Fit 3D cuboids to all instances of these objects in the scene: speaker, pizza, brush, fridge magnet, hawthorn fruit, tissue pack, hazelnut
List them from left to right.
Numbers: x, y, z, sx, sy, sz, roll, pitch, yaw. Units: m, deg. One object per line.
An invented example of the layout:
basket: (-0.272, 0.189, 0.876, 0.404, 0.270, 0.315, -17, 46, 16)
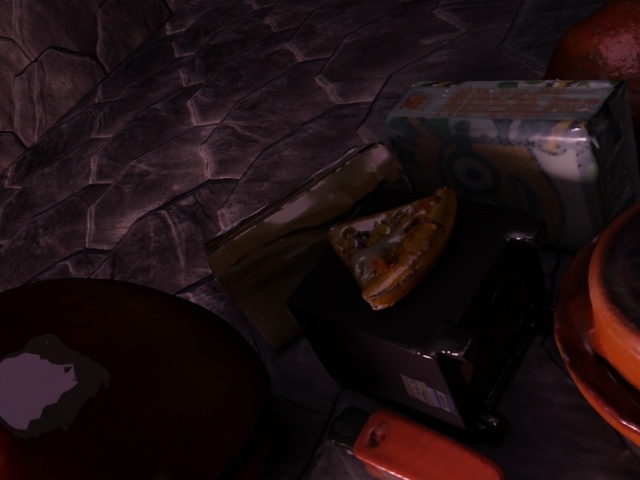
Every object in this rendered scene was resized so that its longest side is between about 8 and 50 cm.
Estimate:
hazelnut: (-0.280, 0.214, 0.734, 0.429, 0.402, 0.402, -7, 41, 45)
pizza: (0.076, -0.008, 0.722, 0.185, 0.036, 0.176, -44, 39, -19)
speaker: (0.139, 0.081, 0.757, 0.254, 0.184, 0.232, 14, 54, 41)
brush: (0.134, 0.253, 0.666, 0.323, 0.051, 0.070, 11, 50, 42)
tissue pack: (0.265, -0.108, 0.847, 0.311, 0.228, 0.128, 14, 57, 44)
hawthorn fruit: (0.442, -0.219, 0.843, 0.231, 0.235, 0.263, -57, 19, 10)
fridge magnet: (0.422, 0.064, 0.598, 0.364, 0.155, 0.363, -18, 38, 15)

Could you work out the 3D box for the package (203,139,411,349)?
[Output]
package: (-0.006, -0.009, 0.908, 0.311, 0.165, 0.221, -32, 79, 0)
